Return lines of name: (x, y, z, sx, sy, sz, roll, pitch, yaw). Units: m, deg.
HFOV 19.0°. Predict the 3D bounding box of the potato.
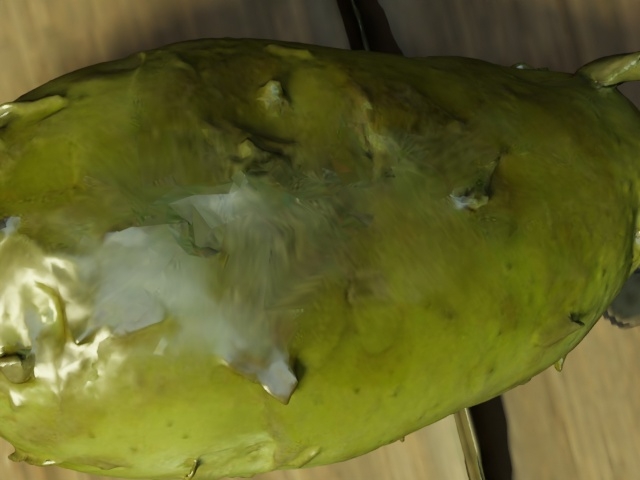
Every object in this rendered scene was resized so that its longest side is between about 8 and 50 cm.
potato: (0.000, 0.000, 0.517, 0.225, 0.090, 0.117, -11, 85, -23)
